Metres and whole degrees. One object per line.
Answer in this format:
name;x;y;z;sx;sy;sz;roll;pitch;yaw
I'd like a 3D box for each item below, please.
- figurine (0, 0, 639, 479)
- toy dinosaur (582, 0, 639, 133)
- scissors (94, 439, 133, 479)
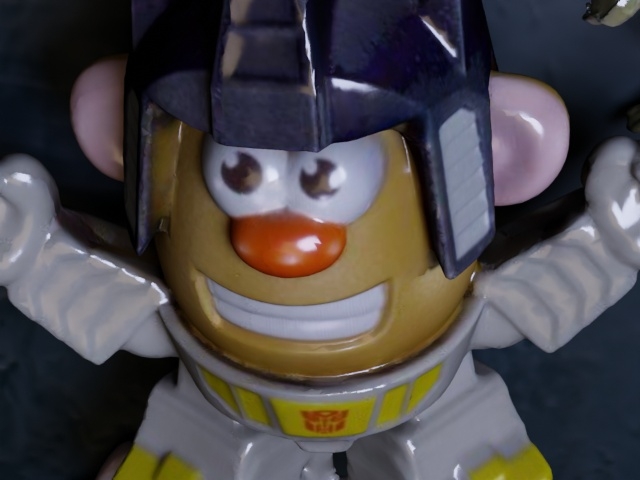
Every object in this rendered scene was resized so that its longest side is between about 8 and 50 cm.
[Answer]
figurine;-0.004;-0.001;0.658;0.309;0.143;0.308;-10;125;-14
toy dinosaur;0.203;-0.105;0.645;0.200;0.072;0.251;25;113;-22
scissors;-0.133;0.226;0.874;0.160;0.024;0.317;27;118;-19
